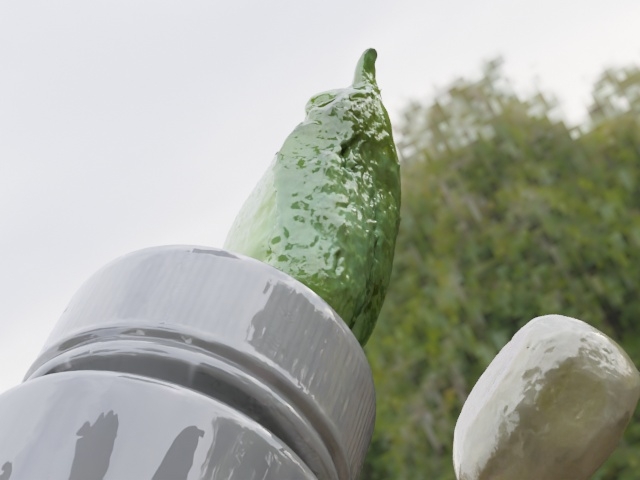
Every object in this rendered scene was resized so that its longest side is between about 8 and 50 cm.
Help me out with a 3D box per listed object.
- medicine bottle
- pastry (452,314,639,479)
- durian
[{"bbox_3d":[-0.097,0.172,0.866,0.208,0.208,0.339,-36,20,38],"label":"medicine bottle"},{"bbox_3d":[0.149,0.125,1.272,0.156,0.092,0.156,-57,-1,-2],"label":"pastry"},{"bbox_3d":[0.000,0.000,1.123,0.139,0.101,0.250,-56,10,42],"label":"durian"}]
